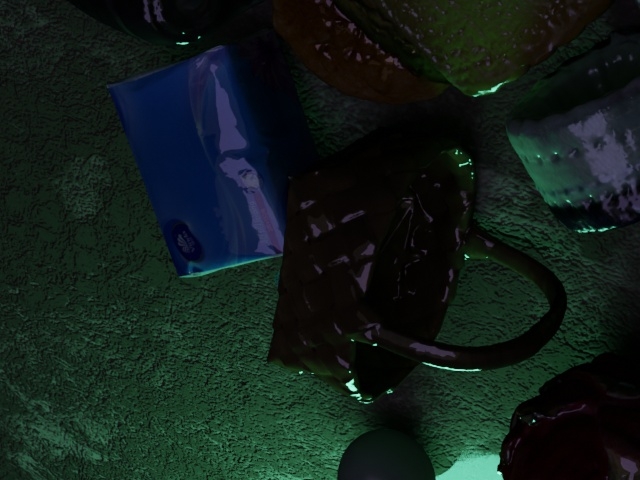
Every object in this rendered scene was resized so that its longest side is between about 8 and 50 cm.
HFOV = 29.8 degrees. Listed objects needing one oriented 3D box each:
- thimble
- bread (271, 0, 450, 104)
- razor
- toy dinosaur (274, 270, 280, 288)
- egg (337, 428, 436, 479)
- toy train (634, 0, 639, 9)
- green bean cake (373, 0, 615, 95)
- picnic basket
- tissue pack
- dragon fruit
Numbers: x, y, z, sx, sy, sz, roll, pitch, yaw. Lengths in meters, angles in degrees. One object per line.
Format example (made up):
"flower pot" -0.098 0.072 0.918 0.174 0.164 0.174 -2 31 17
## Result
"thimble" 0.319 -0.117 1.226 0.237 0.237 0.150 -19 110 39
"bread" 0.029 -0.249 1.366 0.260 0.129 0.134 48 134 -7
"razor" -0.187 -0.318 1.313 0.349 0.204 0.113 35 152 46
"toy dinosaur" -0.006 0.027 1.633 0.329 0.076 0.144 34 122 -1
"egg" 0.100 0.365 1.780 0.147 0.146 0.198 4 132 28
"toy train" 0.408 -0.317 1.089 0.304 0.150 0.221 -15 105 39
"green bean cake" 0.176 -0.296 1.243 0.236 0.124 0.233 46 134 -8
"picnic basket" 0.132 0.051 1.412 0.337 0.293 0.337 16 119 30
"tissue pack" -0.120 -0.107 1.507 0.198 0.146 0.263 -13 102 32
"dragon fruit" 0.369 0.289 1.458 0.329 0.329 0.329 16 130 20
